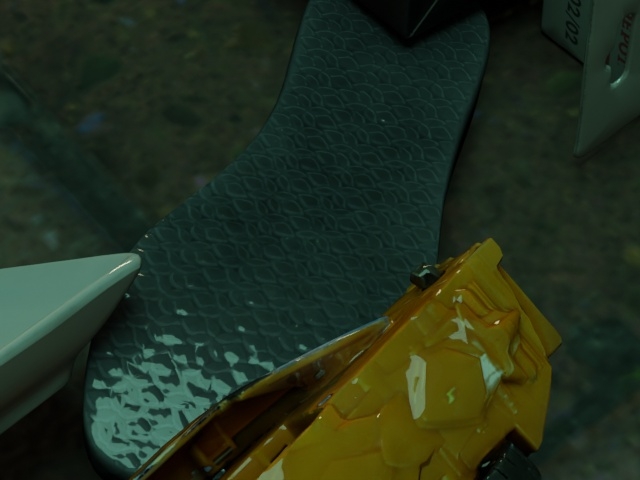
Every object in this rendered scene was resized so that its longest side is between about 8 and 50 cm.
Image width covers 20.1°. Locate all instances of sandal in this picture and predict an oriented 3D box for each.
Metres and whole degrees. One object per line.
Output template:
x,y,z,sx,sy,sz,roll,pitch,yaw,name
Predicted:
0.001,0.000,0.627,0.097,0.054,0.254,23,48,9,sandal

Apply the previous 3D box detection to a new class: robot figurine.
-0.009,0.147,0.470,0.211,0.085,0.291,48,65,-2,robot figurine

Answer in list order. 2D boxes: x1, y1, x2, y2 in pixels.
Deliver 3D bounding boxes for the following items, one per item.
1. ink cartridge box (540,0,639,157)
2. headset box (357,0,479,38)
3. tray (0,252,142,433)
0.142,-0.122,0.668,0.181,0.104,0.061,-35,60,-21,ink cartridge box
0.022,-0.238,0.735,0.218,0.110,0.293,-31,56,-28,headset box
-0.177,0.085,0.515,0.145,0.030,0.270,-8,23,49,tray
